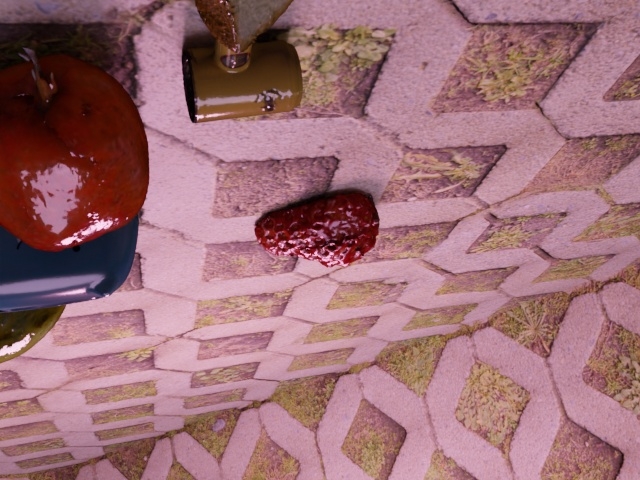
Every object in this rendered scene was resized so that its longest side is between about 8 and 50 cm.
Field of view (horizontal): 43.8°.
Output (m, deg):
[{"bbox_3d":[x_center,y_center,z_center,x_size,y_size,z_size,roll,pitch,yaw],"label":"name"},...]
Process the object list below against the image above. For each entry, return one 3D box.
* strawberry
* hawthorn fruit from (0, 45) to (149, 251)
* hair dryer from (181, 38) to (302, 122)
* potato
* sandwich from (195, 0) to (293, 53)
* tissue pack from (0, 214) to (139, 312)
[{"bbox_3d":[0.000,0.000,1.489,0.236,0.111,0.190,-10,161,-8],"label":"strawberry"},{"bbox_3d":[-0.297,-0.117,0.891,0.211,0.211,0.299,-9,149,-13],"label":"hawthorn fruit"},{"bbox_3d":[-0.081,-0.238,0.881,0.134,0.090,0.279,-8,153,-13],"label":"hair dryer"},{"bbox_3d":[-0.561,0.109,1.279,0.304,0.216,0.216,-26,165,-22],"label":"potato"},{"bbox_3d":[-0.063,-0.284,0.678,0.186,0.065,0.215,-45,157,-5],"label":"sandwich"},{"bbox_3d":[-0.397,0.001,1.093,0.287,0.206,0.198,-5,165,-20],"label":"tissue pack"}]
